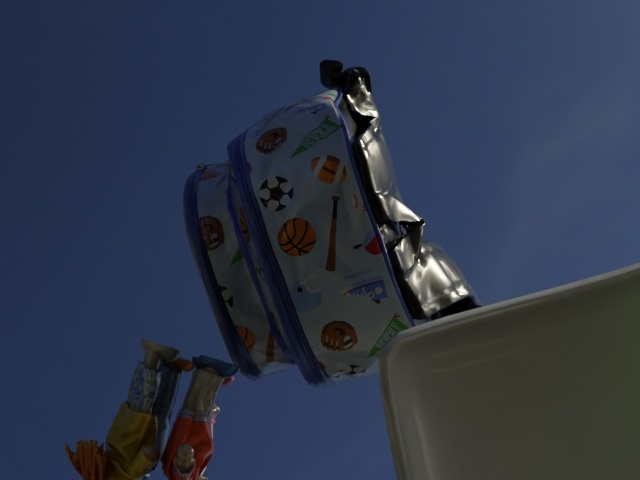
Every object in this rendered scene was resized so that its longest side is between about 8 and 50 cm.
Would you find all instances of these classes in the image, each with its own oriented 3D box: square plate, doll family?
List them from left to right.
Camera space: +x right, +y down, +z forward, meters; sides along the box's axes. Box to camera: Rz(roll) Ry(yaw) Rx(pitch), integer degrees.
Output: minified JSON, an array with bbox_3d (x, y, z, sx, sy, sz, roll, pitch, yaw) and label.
[{"bbox_3d":[-0.148,0.173,1.213,0.263,0.118,0.163,110,178,-81],"label":"doll family"},{"bbox_3d":[0.185,0.174,0.805,0.347,0.049,0.344,-15,-78,-31],"label":"square plate"}]

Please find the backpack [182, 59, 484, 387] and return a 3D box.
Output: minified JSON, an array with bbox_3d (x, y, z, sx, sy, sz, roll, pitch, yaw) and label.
[{"bbox_3d":[0.000,0.000,1.200,0.213,0.277,0.263,-26,4,-1],"label":"backpack"}]
